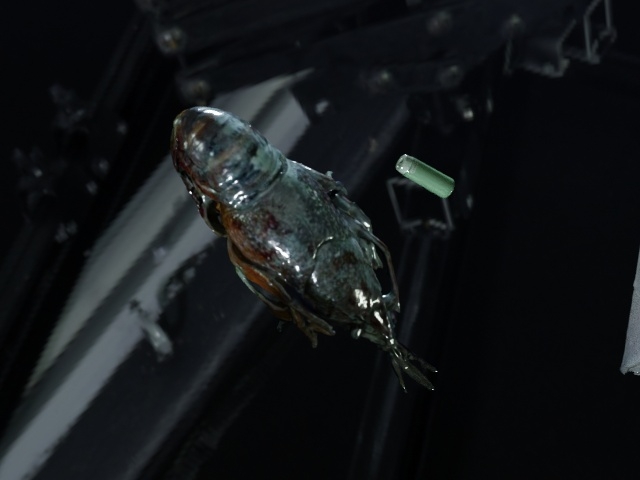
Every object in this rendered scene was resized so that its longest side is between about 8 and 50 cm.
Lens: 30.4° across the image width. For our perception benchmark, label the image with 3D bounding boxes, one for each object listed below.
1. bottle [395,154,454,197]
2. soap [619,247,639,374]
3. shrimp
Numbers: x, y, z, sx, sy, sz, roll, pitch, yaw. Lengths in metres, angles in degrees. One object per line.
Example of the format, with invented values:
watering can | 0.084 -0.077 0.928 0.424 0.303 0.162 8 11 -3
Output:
bottle | 0.145 -0.089 1.633 0.030 0.083 0.030 -52 -159 29
soap | 0.325 0.025 0.784 0.158 0.302 0.258 -8 -151 -8
shrimp | -0.001 -0.002 1.183 0.172 0.372 0.137 -50 -156 -24
